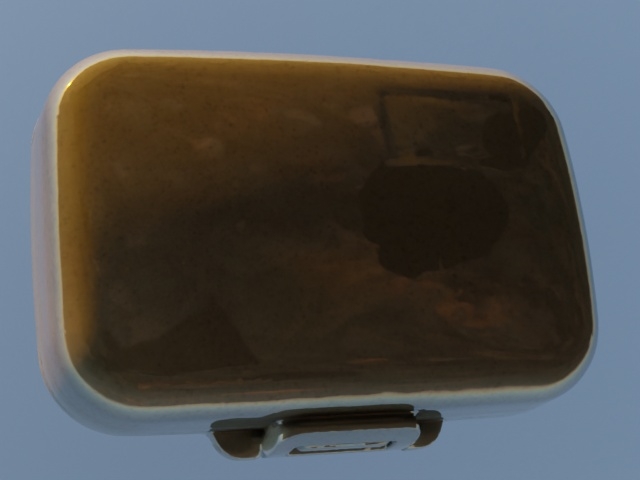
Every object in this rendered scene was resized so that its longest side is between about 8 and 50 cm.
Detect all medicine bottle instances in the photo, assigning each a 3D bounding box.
[{"bbox_3d":[0.000,0.000,0.814,0.375,0.123,0.282,0,-108,-20],"label":"medicine bottle"}]
